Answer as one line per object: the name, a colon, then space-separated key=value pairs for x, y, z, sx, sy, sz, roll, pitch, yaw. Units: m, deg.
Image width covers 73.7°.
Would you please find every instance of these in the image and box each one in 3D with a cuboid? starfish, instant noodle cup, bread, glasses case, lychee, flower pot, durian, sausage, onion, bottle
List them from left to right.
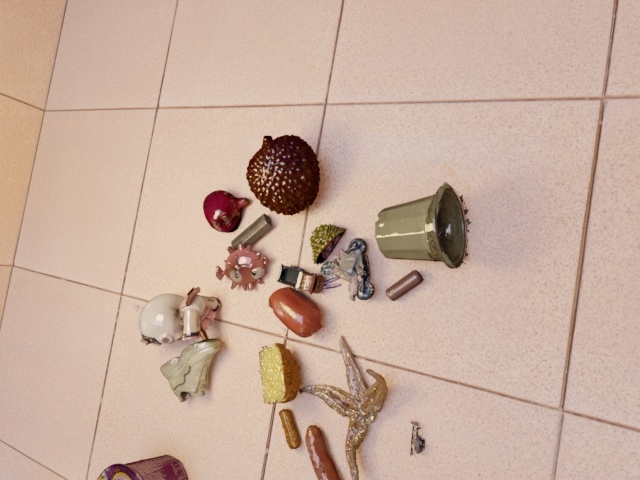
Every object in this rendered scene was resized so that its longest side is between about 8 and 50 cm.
instant noodle cup: x=-0.749 y=1.081 z=1.819 sx=0.340 sy=0.266 sz=0.339 roll=-3 pitch=82 yaw=25
onion: x=-0.417 y=-0.144 z=1.905 sx=0.218 sy=0.140 sz=0.195 roll=-20 pitch=68 yaw=19
glasses case: x=-0.302 y=-0.030 z=1.860 sx=0.205 sy=0.047 sz=0.070 roll=-38 pitch=39 yaw=16
bread: x=-0.157 y=0.524 z=1.676 sx=0.143 sy=0.139 sz=0.228 roll=-22 pitch=63 yaw=25
lychee: x=-0.144 y=-0.263 z=1.694 sx=0.306 sy=0.306 sz=0.330 roll=-29 pitch=95 yaw=20
bread: x=-0.122 y=0.741 z=1.682 sx=0.052 sy=0.044 sz=0.157 roll=-28 pitch=71 yaw=23
sausage: x=-0.100 y=0.277 z=1.682 sx=0.254 sy=0.148 sz=0.148 roll=38 pitch=100 yaw=25
durian: x=-0.002 y=-0.002 z=1.684 sx=0.108 sy=0.119 sz=0.186 roll=40 pitch=102 yaw=21
sausage: x=0.023 y=0.848 z=1.579 sx=0.087 sy=0.079 sz=0.326 roll=-37 pitch=67 yaw=18
starfish: x=0.105 y=0.589 z=1.550 sx=0.384 sy=0.132 sz=0.398 roll=40 pitch=115 yaw=34
bottle: x=0.303 y=0.164 z=1.549 sx=0.140 sy=0.053 sz=0.053 roll=-38 pitch=69 yaw=16
flower pot: x=0.344 y=-0.034 z=1.464 sx=0.259 sy=0.290 sz=0.290 roll=-9 pitch=79 yaw=38

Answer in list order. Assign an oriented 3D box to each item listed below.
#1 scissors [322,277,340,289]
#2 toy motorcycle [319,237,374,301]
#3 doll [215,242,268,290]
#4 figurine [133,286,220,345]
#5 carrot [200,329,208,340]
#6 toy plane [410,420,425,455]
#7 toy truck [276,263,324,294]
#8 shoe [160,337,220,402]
scissors: x=0.026 y=0.175 z=1.705 sx=0.113 sy=0.012 sz=0.039 roll=-17 pitch=76 yaw=24
toy motorcycle: x=0.095 y=0.122 z=1.632 sx=0.204 sy=0.108 sz=0.239 roll=-15 pitch=52 yaw=19
doll: x=-0.338 y=0.117 z=1.838 sx=0.262 sy=0.093 sz=0.211 roll=-10 pitch=99 yaw=17
figurine: x=-0.635 y=0.326 z=1.890 sx=0.361 sy=0.253 sz=0.211 roll=-18 pitch=103 yaw=28
carrot: x=-0.541 y=0.417 z=1.940 sx=0.032 sy=0.032 sz=0.093 roll=-43 pitch=70 yaw=15
toy plane: x=0.333 y=0.688 z=1.477 sx=0.049 sy=0.031 sz=0.120 roll=0 pitch=86 yaw=35
toy truck: x=-0.087 y=0.153 z=1.713 sx=0.192 sy=0.092 sz=0.083 roll=15 pitch=90 yaw=32
shoe: x=-0.538 y=0.572 z=1.869 sx=0.342 sy=0.132 sz=0.210 roll=-36 pitch=73 yaw=21
